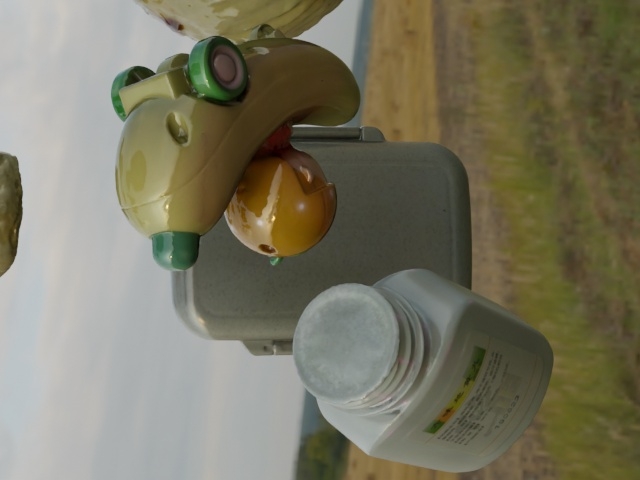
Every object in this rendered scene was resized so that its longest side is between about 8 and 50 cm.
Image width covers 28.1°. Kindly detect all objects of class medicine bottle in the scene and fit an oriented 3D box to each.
[{"bbox_3d":[0.102,0.128,1.250,0.179,0.124,0.324,-57,-33,7],"label":"medicine bottle"},{"bbox_3d":[0.000,0.000,1.597,0.123,0.375,0.282,164,105,-82],"label":"medicine bottle"}]

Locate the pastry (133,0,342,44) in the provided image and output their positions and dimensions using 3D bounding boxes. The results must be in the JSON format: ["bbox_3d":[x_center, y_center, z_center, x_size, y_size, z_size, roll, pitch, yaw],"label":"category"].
[{"bbox_3d":[-0.115,-0.416,1.563,0.388,0.313,0.388,0,-90,-62],"label":"pastry"}]

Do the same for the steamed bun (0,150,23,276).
[{"bbox_3d":[-0.435,-0.025,1.455,0.172,0.155,0.140,-39,52,46],"label":"steamed bun"}]

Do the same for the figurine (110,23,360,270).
[{"bbox_3d":[-0.060,-0.083,1.191,0.324,0.124,0.222,-28,-80,-51],"label":"figurine"}]
